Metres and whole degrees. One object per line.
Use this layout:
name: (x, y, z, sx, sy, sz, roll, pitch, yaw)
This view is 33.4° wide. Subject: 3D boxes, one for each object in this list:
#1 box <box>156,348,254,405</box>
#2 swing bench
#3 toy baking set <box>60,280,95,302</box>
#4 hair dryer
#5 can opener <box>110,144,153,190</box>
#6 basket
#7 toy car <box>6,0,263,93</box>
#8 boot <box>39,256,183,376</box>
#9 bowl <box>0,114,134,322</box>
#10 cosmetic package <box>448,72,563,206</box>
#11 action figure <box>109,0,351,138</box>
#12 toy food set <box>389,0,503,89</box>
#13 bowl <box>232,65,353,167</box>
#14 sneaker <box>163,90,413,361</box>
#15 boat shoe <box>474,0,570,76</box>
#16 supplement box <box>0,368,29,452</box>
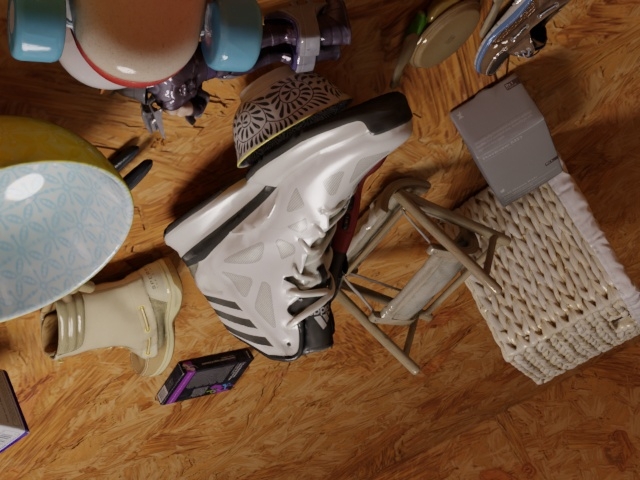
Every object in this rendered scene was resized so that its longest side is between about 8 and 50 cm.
box: (-0.217, 0.257, 2.012, 0.162, 0.029, 0.116, -6, 146, -39)
swing bench: (0.143, 0.047, 1.820, 0.253, 0.254, 0.165, -50, -169, 37)
toy baking set: (-0.419, 0.069, 1.366, 0.196, 0.030, 0.256, -17, 163, 16)
hair dryer: (0.054, -0.066, 1.507, 0.080, 0.223, 0.293, 4, 133, -10)
can opener: (-0.288, -0.054, 1.364, 0.059, 0.073, 0.186, 36, 113, -20)
basket: (0.425, 0.056, 2.001, 0.266, 0.331, 0.328, -30, 155, 13)
toy car: (-0.201, -0.234, 1.032, 0.219, 0.210, 0.238, -2, 173, -24)
boot: (-0.322, 0.141, 1.614, 0.203, 0.095, 0.262, -16, 149, -28)
bowl: (-0.367, -0.047, 1.161, 0.289, 0.156, 0.289, -25, 154, -13)
cosmetic package: (0.306, -0.159, 1.734, 0.127, 0.107, 0.238, -32, 158, 10)
action figure: (-0.112, -0.211, 1.214, 0.285, 0.099, 0.185, -17, 159, -18)
toy food set: (0.165, -0.287, 1.439, 0.192, 0.038, 0.132, -31, 162, -24)
bowl: (-0.050, -0.168, 1.340, 0.170, 0.080, 0.170, -30, 179, -1)
sneaker: (0.000, 0.000, 1.399, 0.447, 0.257, 0.169, -32, 178, 42)
boat shoe: (0.283, -0.291, 1.496, 0.066, 0.066, 0.183, -29, 161, -44)
supplement box: (-0.525, 0.233, 1.466, 0.111, 0.114, 0.220, -34, 155, 9)
